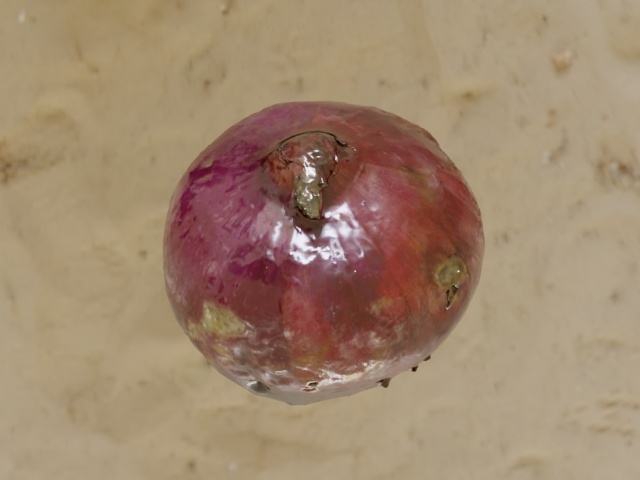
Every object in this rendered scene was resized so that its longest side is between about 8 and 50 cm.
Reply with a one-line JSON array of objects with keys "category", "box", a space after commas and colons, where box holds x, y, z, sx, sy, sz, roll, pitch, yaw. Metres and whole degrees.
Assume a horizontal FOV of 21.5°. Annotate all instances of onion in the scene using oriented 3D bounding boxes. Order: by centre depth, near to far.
[{"category": "onion", "box": [0.000, 0.000, 0.552, 0.107, 0.107, 0.097, -5, 150, -4]}]
